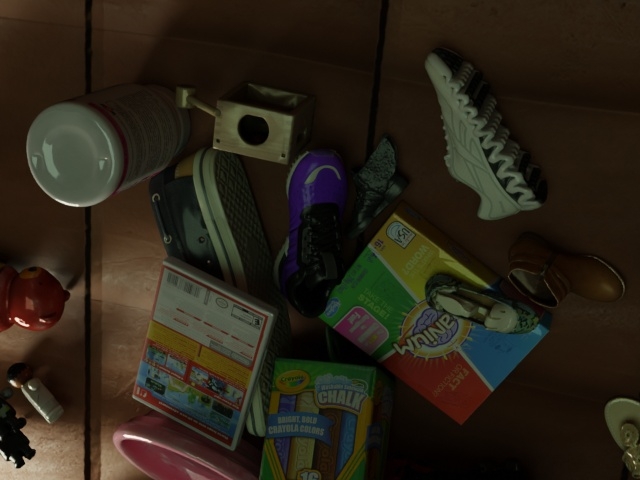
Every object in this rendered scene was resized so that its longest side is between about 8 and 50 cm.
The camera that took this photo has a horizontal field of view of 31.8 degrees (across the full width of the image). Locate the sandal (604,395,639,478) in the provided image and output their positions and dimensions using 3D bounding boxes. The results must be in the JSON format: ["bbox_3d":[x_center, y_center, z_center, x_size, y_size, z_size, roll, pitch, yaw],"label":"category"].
[{"bbox_3d":[0.548,0.370,1.850,0.088,0.079,0.240,-28,101,24],"label":"sandal"}]

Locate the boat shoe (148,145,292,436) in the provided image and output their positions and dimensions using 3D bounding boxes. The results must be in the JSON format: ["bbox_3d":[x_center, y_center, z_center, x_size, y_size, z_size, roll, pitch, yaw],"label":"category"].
[{"bbox_3d":[-0.166,0.092,1.899,0.156,0.187,0.500,-11,101,22],"label":"boat shoe"}]

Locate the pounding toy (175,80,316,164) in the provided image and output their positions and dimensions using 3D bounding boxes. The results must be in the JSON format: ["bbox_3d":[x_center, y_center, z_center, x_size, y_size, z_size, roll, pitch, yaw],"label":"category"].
[{"bbox_3d":[-0.134,-0.184,1.775,0.206,0.181,0.094,13,114,11],"label":"pounding toy"}]

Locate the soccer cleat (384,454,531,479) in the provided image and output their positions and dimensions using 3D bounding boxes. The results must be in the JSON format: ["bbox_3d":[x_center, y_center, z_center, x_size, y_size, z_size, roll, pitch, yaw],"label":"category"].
[{"bbox_3d":[0.211,0.463,1.966,0.331,0.116,0.143,-1,112,17],"label":"soccer cleat"}]

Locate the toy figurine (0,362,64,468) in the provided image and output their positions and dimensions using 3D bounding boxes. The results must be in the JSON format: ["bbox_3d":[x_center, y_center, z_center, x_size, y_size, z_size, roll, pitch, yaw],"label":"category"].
[{"bbox_3d":[-0.614,0.337,2.112,0.148,0.213,0.209,43,114,15],"label":"toy figurine"}]

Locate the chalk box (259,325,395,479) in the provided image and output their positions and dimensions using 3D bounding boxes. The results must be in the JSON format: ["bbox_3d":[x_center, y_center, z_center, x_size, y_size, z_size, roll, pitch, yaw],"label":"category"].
[{"bbox_3d":[0.020,0.293,1.890,0.179,0.180,0.289,5,78,17],"label":"chalk box"}]

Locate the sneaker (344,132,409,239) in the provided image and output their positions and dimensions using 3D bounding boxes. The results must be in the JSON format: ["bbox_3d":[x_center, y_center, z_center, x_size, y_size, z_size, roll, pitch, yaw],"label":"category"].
[{"bbox_3d":[0.077,-0.086,1.827,0.089,0.051,0.170,44,111,-3],"label":"sneaker"}]

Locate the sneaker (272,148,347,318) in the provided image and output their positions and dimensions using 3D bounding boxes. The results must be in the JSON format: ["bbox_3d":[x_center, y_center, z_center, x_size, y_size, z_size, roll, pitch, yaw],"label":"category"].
[{"bbox_3d":[0.001,0.000,1.805,0.102,0.146,0.293,-3,125,-18],"label":"sneaker"}]

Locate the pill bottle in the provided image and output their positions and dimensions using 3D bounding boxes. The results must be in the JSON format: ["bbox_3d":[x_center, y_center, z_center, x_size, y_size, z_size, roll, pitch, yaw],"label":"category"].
[{"bbox_3d":[-0.324,-0.161,1.777,0.160,0.283,0.160,6,108,18],"label":"pill bottle"}]

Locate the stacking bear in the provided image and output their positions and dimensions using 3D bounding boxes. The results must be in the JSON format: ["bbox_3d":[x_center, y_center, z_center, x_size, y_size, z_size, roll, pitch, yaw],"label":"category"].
[{"bbox_3d":[-0.608,0.098,2.048,0.289,0.175,0.164,6,110,6],"label":"stacking bear"}]

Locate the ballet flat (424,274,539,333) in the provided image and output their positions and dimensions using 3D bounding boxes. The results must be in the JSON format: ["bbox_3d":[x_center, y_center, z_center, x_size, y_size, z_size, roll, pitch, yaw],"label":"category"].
[{"bbox_3d":[0.251,0.112,1.772,0.188,0.070,0.070,18,115,9],"label":"ballet flat"}]

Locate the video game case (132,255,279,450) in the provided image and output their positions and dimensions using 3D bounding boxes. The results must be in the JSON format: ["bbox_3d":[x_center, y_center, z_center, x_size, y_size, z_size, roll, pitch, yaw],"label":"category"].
[{"bbox_3d":[-0.191,0.186,1.817,0.204,0.025,0.285,25,120,14],"label":"video game case"}]

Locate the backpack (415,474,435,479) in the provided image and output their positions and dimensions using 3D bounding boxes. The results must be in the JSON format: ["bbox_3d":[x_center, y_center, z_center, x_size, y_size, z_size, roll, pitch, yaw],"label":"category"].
[{"bbox_3d":[0.205,0.586,1.875,0.290,0.273,0.355,7,145,0],"label":"backpack"}]

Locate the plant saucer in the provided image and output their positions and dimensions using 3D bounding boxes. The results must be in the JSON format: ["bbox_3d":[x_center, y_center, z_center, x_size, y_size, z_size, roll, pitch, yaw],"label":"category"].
[{"bbox_3d":[-0.208,0.396,2.007,0.332,0.084,0.332,22,154,11],"label":"plant saucer"}]

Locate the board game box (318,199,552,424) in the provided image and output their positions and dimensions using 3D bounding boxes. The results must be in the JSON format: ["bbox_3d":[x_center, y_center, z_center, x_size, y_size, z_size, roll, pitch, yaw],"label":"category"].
[{"bbox_3d":[0.185,0.123,1.867,0.316,0.064,0.242,37,116,0],"label":"board game box"}]

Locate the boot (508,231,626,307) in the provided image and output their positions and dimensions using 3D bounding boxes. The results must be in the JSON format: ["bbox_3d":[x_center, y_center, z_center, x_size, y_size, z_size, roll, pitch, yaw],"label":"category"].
[{"bbox_3d":[0.377,0.067,1.739,0.197,0.152,0.073,24,115,6],"label":"boot"}]

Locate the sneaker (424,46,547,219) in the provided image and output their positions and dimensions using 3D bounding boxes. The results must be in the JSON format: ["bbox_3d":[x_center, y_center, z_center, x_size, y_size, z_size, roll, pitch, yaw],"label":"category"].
[{"bbox_3d":[0.231,-0.157,1.727,0.118,0.110,0.292,-26,102,33],"label":"sneaker"}]
